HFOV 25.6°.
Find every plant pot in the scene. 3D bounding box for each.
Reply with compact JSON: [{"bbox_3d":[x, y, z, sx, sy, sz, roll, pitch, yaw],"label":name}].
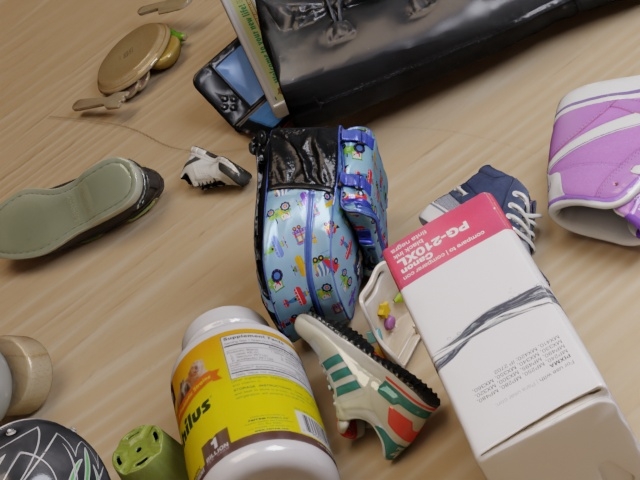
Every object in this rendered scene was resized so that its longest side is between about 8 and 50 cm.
[{"bbox_3d":[-0.137,0.200,1.211,0.083,0.079,0.083,-21,37,17],"label":"plant pot"}]

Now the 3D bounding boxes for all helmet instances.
[{"bbox_3d":[-0.253,0.240,1.189,0.161,0.169,0.169,-27,34,31],"label":"helmet"}]

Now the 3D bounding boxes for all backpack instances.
[{"bbox_3d":[0.000,0.000,1.280,0.116,0.158,0.173,-4,56,10],"label":"backpack"}]

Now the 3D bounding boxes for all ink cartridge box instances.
[{"bbox_3d":[0.149,0.106,1.017,0.100,0.172,0.237,-30,36,6],"label":"ink cartridge box"}]

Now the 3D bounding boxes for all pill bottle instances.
[{"bbox_3d":[-0.061,0.149,1.178,0.117,0.117,0.215,-30,35,6],"label":"pill bottle"}]

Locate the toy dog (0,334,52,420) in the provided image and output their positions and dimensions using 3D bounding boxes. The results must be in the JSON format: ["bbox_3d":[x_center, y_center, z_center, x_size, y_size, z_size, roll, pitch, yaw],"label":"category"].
[{"bbox_3d":[-0.427,0.156,1.428,0.333,0.220,0.161,3,81,50],"label":"toy dog"}]

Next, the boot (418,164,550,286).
[{"bbox_3d":[0.162,-0.010,1.228,0.086,0.069,0.190,-41,34,-4],"label":"boot"}]

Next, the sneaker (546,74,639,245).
[{"bbox_3d":[0.316,-0.072,1.167,0.282,0.102,0.161,-18,41,38],"label":"sneaker"}]

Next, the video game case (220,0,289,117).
[{"bbox_3d":[0.003,-0.250,1.593,0.193,0.023,0.212,-23,54,-3],"label":"video game case"}]

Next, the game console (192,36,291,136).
[{"bbox_3d":[-0.054,-0.193,1.595,0.144,0.124,0.085,-43,-2,-13],"label":"game console"}]

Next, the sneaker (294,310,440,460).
[{"bbox_3d":[0.023,0.121,1.180,0.161,0.057,0.075,34,96,36],"label":"sneaker"}]

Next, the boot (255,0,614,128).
[{"bbox_3d":[0.143,-0.322,1.523,0.445,0.146,0.367,-22,38,11],"label":"boot"}]

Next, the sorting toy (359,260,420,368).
[{"bbox_3d":[0.060,0.059,1.224,0.045,0.075,0.083,3,49,40],"label":"sorting toy"}]

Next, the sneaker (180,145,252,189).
[{"bbox_3d":[-0.115,-0.071,1.551,0.109,0.040,0.044,20,78,53],"label":"sneaker"}]

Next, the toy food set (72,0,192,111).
[{"bbox_3d":[-0.235,-0.231,1.833,0.132,0.038,0.192,1,53,48],"label":"toy food set"}]

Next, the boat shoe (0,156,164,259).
[{"bbox_3d":[-0.281,-0.030,1.605,0.227,0.068,0.081,-19,78,26],"label":"boat shoe"}]
